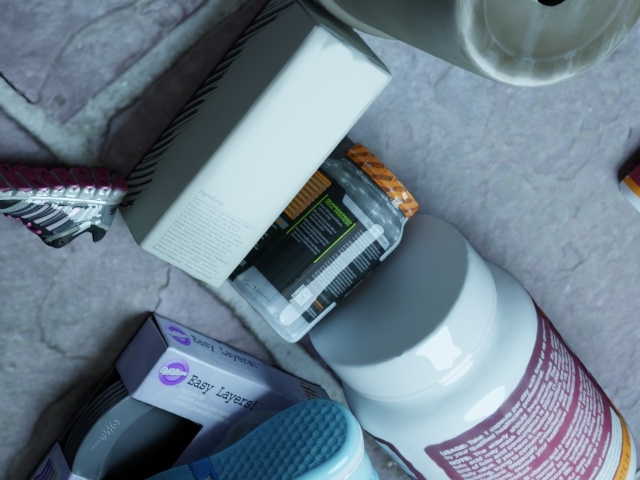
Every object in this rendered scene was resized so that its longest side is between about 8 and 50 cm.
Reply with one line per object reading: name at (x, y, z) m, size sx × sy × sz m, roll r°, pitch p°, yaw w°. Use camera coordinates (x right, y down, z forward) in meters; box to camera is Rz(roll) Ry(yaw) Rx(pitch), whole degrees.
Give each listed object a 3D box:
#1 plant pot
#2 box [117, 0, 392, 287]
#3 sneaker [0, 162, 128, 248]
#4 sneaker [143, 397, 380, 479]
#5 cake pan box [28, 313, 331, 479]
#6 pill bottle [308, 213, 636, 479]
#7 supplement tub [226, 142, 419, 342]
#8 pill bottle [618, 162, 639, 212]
plant pot at (0.143, -0.279, 1.674) m, size 0.323 × 0.280 × 0.323 m, roll -12°, pitch 127°, yaw -17°
box at (-0.067, -0.097, 1.819) m, size 0.113 × 0.094 × 0.275 m, roll 31°, pitch 105°, yaw -38°
sneaker at (-0.265, -0.028, 1.792) m, size 0.170 × 0.063 × 0.075 m, roll 0°, pitch 116°, yaw -31°
sneaker at (-0.072, 0.309, 2.001) m, size 0.319 × 0.127 × 0.208 m, roll -26°, pitch 140°, yaw 5°
cake pan box at (-0.147, 0.223, 2.024) m, size 0.267 × 0.070 × 0.246 m, roll 28°, pitch 105°, yaw -37°
pill bottle at (0.161, 0.159, 2.025) m, size 0.224 × 0.224 × 0.392 m, roll -38°, pitch 131°, yaw 3°
supplement tub at (0.000, 0.000, 1.897) m, size 0.190 × 0.117 × 0.117 m, roll -43°, pitch 130°, yaw -2°
pill bottle at (0.403, -0.082, 2.062) m, size 0.152 × 0.086 × 0.086 m, roll -45°, pitch 130°, yaw 9°
